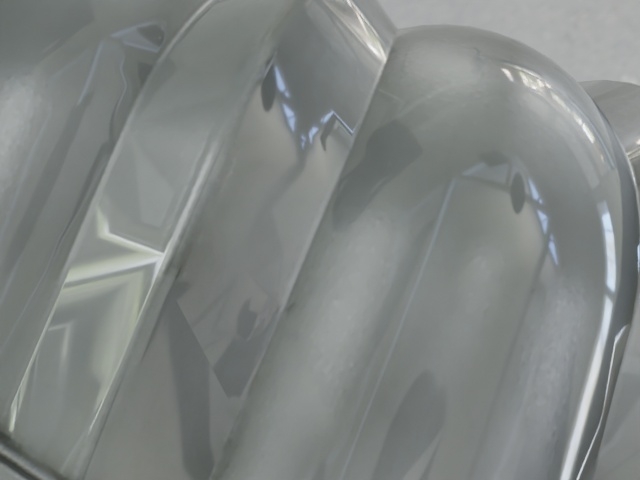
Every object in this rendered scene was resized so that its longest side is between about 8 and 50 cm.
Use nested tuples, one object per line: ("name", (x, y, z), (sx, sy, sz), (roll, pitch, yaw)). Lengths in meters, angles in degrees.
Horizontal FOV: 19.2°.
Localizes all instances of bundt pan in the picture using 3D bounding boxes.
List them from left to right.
("bundt pan", (0.000, 0.000, 0.495), (0.330, 0.331, 0.124), (21, 93, -23))
